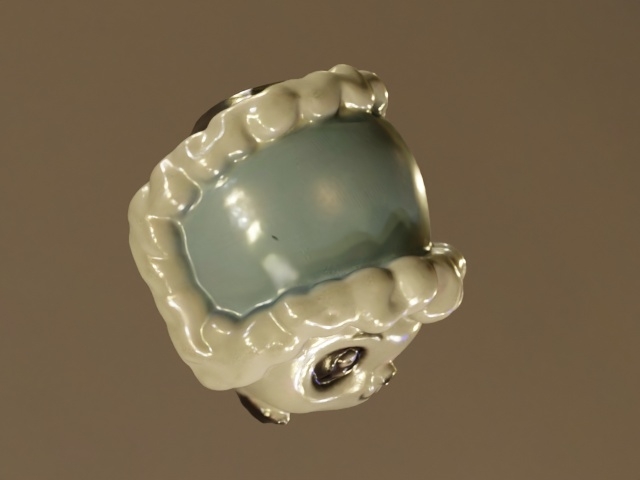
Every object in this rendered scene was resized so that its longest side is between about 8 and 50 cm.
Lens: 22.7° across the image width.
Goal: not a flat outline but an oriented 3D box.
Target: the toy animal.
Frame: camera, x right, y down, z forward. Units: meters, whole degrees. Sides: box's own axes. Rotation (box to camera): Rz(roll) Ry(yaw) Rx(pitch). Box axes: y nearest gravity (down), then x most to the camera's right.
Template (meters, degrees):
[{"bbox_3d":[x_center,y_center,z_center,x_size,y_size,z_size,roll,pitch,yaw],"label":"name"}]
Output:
[{"bbox_3d":[0.000,0.000,0.998,0.208,0.156,0.204,-13,-105,-59],"label":"toy animal"}]
